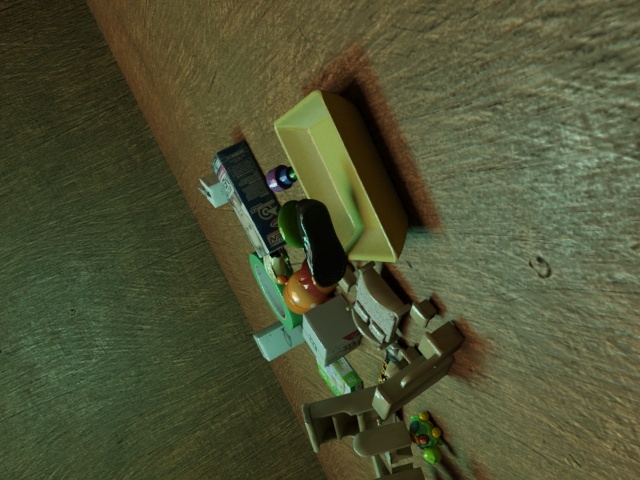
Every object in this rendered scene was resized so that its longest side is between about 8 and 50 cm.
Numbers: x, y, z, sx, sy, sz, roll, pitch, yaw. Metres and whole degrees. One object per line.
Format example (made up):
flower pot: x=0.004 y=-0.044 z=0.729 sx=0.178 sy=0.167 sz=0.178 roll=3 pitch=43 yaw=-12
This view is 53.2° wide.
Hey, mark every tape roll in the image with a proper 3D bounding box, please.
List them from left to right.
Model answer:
tape roll: x=-0.156 y=0.175 z=2.383 sx=0.321 sy=0.077 sz=0.321 roll=55 pitch=163 yaw=26

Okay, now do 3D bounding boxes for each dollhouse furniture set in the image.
dollhouse furniture set: x=0.120 y=0.618 z=1.727 sx=0.394 sy=0.257 sz=0.362 roll=-107 pitch=3 yaw=-45
dollhouse furniture set: x=0.102 y=0.176 z=1.376 sx=0.355 sy=0.174 sz=0.303 roll=50 pitch=160 yaw=23

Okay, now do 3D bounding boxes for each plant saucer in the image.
plant saucer: x=0.047 y=-0.124 z=1.261 sx=0.332 sy=0.081 sz=0.333 roll=64 pitch=163 yaw=-8

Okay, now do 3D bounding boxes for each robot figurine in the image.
robot figurine: x=-0.046 y=0.151 z=1.907 sx=0.158 sy=0.128 sz=0.219 roll=60 pitch=164 yaw=8

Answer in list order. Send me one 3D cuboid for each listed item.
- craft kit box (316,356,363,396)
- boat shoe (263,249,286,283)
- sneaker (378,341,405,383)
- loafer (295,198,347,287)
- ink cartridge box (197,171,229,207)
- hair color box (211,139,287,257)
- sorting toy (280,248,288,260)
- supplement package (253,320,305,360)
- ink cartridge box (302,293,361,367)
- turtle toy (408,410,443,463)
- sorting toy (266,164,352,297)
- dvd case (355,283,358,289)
craft kit box: x=0.066 y=0.476 z=2.234 sx=0.246 sy=0.061 sz=0.249 roll=52 pitch=161 yaw=40
boat shoe: x=-0.157 y=0.062 z=2.179 sx=0.072 sy=0.068 sz=0.190 roll=-1 pitch=114 yaw=59
sneaker: x=0.184 y=0.332 z=1.582 sx=0.084 sy=0.083 sz=0.214 roll=47 pitch=157 yaw=46
loafer: x=0.000 y=0.000 z=1.349 sx=0.078 sy=0.080 sz=0.220 roll=-124 pitch=19 yaw=-56
ink cartridge box: x=-0.355 y=-0.190 z=2.273 sx=0.092 sy=0.143 sz=0.089 roll=42 pitch=155 yaw=51
hair color box: x=-0.216 y=-0.125 z=2.023 sx=0.347 sy=0.105 sz=0.174 roll=61 pitch=164 yaw=0
sorting toy: x=-0.133 y=0.038 z=2.201 sx=0.083 sy=0.012 sz=0.062 roll=39 pitch=152 yaw=54
supplement package: x=-0.160 y=0.386 z=2.550 sx=0.105 sy=0.179 sz=0.105 roll=64 pitch=164 yaw=-7
ink cartridge box: x=0.032 y=0.264 z=1.852 sx=0.127 sy=0.128 sz=0.176 roll=55 pitch=164 yaw=22
turtle toy: x=0.268 y=0.503 z=1.627 sx=0.130 sy=0.066 sz=0.095 roll=53 pitch=162 yaw=29
sorting toy: x=-0.014 y=-0.029 z=1.625 sx=0.126 sy=0.127 sz=0.365 roll=-13 pitch=104 yaw=43
dvd case: x=0.131 y=0.162 z=1.591 sx=0.119 sy=0.013 sz=0.087 roll=30 pitch=144 yaw=60
